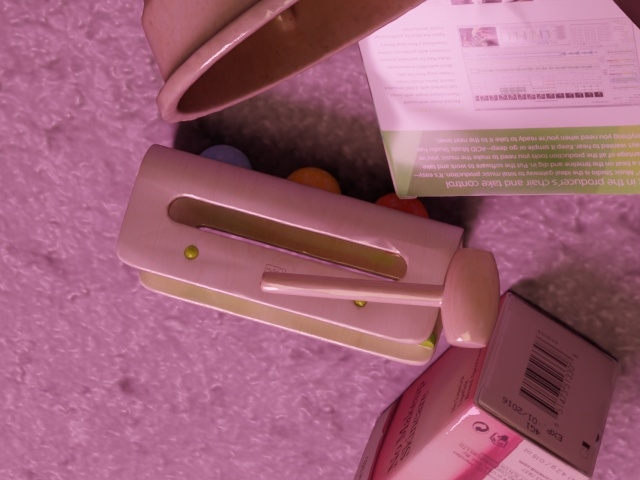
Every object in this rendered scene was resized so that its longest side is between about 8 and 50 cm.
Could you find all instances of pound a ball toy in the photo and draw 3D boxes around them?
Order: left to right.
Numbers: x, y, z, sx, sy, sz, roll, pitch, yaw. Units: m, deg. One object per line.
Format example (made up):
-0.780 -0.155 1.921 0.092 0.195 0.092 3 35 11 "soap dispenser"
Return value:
0.000 0.000 1.548 0.319 0.135 0.208 15 169 8 "pound a ball toy"

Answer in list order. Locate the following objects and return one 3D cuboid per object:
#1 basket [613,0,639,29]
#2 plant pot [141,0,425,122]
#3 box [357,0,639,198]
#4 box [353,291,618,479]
0.291 -0.160 1.238 0.154 0.227 0.204 -18 122 -12 "basket"
-0.033 -0.290 1.195 0.334 0.334 0.305 -32 88 38 "plant pot"
0.139 -0.172 1.424 0.232 0.058 0.322 0 128 20 "box"
0.139 0.183 1.672 0.127 0.148 0.232 33 133 -9 "box"
